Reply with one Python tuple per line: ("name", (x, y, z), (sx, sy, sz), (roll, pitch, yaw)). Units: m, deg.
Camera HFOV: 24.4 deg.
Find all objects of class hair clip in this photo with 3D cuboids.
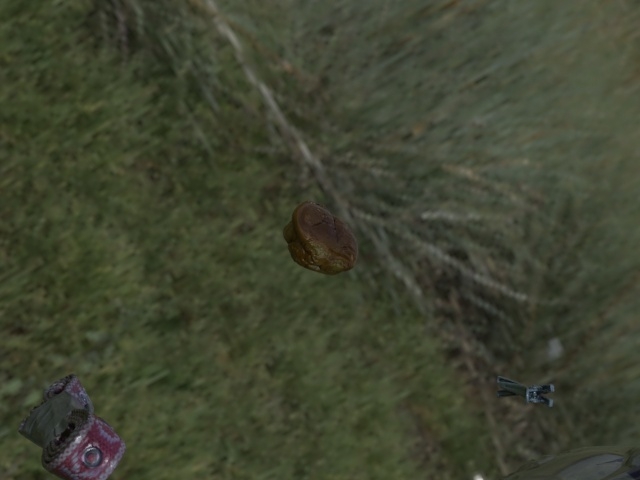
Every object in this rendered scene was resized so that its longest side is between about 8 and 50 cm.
("hair clip", (0.263, 0.200, 1.969), (0.039, 0.115, 0.030), (8, 87, -25))

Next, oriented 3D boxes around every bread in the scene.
("bread", (0.000, 0.000, 1.485), (0.083, 0.046, 0.081), (43, 27, -10))

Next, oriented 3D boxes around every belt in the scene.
("belt", (-0.223, 0.171, 1.311), (0.053, 0.071, 0.232), (43, -6, -15))

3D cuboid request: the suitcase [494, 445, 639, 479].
("suitcase", (0.338, 0.374, 1.913), (0.351, 0.339, 0.194), (-17, 93, -30))
